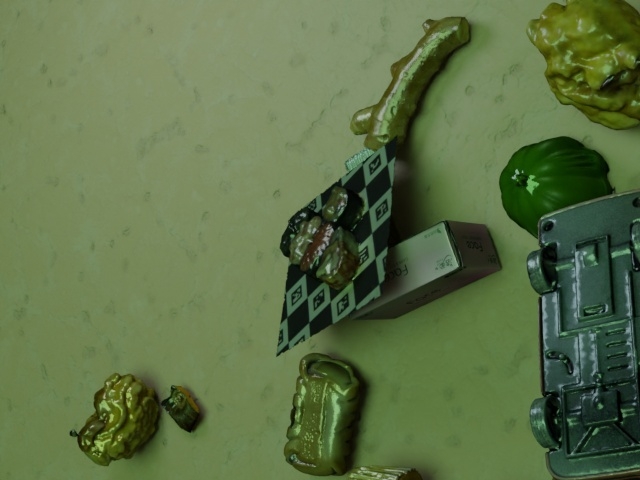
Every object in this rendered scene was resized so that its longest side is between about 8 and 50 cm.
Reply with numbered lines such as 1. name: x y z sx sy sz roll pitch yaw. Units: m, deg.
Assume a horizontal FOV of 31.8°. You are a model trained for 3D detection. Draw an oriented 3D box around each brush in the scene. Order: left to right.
1. brush: 0.111 -0.072 2.096 0.082 0.010 0.218 -31 70 30

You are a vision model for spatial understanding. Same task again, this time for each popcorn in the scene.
1. popcorn: -0.425 0.387 2.385 0.140 0.163 0.194 17 64 18
2. popcorn: 0.446 -0.275 1.756 0.253 0.191 0.190 43 125 22

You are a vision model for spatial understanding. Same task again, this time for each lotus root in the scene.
1. lotus root: 0.357 -0.089 1.817 0.186 0.186 0.186 -3 85 36

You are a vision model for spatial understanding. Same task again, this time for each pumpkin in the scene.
1. pumpkin: -0.286 0.350 2.346 0.101 0.035 0.073 45 124 26

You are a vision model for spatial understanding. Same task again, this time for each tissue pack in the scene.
1. tissue pack: 0.172 0.056 1.959 0.246 0.148 0.092 -29 71 33

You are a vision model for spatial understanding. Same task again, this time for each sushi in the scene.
1. sushi: 0.000 0.000 2.006 0.320 0.069 0.339 -34 38 45

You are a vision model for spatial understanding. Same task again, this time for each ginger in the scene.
1. ginger: 0.169 -0.285 2.036 0.118 0.065 0.299 46 110 23

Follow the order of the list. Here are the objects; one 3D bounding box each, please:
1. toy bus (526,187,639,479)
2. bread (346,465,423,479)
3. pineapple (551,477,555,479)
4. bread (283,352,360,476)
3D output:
1. toy bus: 0.438 0.157 1.638 0.203 0.233 0.426 -16 56 34
2. bread: 0.114 0.514 1.948 0.133 0.179 0.250 3 89 32
3. pineapple: 0.485 0.418 1.705 0.279 0.158 0.157 31 105 24
4. bread: 0.009 0.329 2.099 0.134 0.081 0.225 13 93 31
